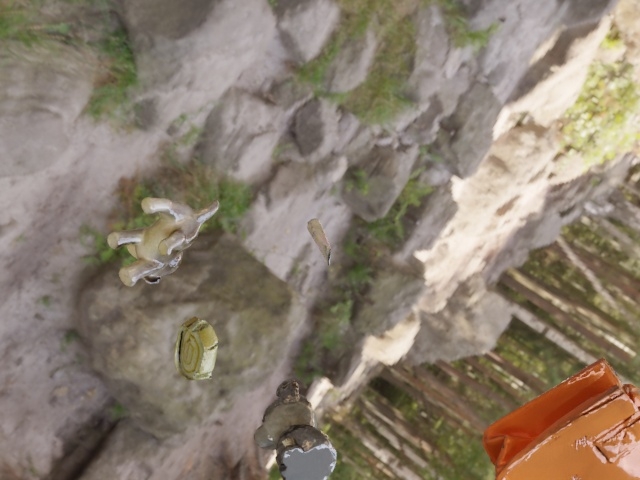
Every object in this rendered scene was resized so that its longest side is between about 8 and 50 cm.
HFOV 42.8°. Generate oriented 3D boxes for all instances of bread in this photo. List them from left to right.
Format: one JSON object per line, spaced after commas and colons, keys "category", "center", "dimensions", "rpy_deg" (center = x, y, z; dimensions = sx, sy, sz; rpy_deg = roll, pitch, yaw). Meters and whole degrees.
{"category": "bread", "center": [-0.298, 0.262, 1.968], "dimensions": [0.064, 0.117, 0.156], "rpy_deg": [-6, 121, -44]}

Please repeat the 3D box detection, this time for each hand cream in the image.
{"category": "hand cream", "center": [0.000, 0.000, 2.148], "dimensions": [0.039, 0.143, 0.061], "rpy_deg": [-9, 134, -17]}

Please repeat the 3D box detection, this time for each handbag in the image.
{"category": "handbag", "center": [0.514, 0.438, 1.484], "dimensions": [0.304, 0.410, 0.116], "rpy_deg": [-36, -158, 15]}

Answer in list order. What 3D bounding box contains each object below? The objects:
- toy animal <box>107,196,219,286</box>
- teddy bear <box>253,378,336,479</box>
{"category": "toy animal", "center": [-0.306, 0.001, 1.539], "dimensions": [0.169, 0.121, 0.233], "rpy_deg": [-18, 165, -46]}
{"category": "teddy bear", "center": [-0.058, 0.432, 1.752], "dimensions": [0.144, 0.171, 0.251], "rpy_deg": [-27, -154, -7]}
